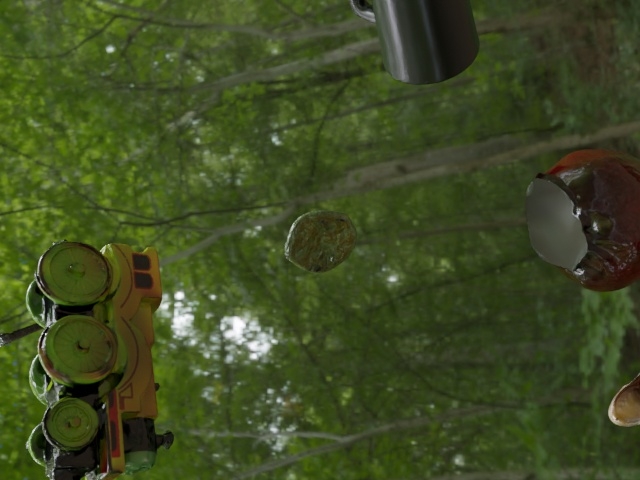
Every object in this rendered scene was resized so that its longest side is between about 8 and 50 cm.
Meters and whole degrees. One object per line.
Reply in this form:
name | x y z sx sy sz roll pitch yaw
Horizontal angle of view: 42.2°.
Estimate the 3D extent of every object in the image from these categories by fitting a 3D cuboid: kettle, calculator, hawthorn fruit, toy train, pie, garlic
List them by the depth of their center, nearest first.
toy train | -0.251 0.136 0.944 0.160 0.100 0.296 8 -122 -32
hawthorn fruit | 0.431 -0.036 1.253 0.249 0.215 0.215 -22 -76 -54
calculator | -0.516 0.158 1.472 0.261 0.161 0.021 -24 -88 -62
kettle | 0.182 -0.509 1.663 0.203 0.262 0.308 -27 -44 -4
garlic | 0.697 0.336 1.782 0.099 0.174 0.124 61 -168 17
pie | 0.000 0.000 2.004 0.187 0.186 0.041 42 -165 -39
